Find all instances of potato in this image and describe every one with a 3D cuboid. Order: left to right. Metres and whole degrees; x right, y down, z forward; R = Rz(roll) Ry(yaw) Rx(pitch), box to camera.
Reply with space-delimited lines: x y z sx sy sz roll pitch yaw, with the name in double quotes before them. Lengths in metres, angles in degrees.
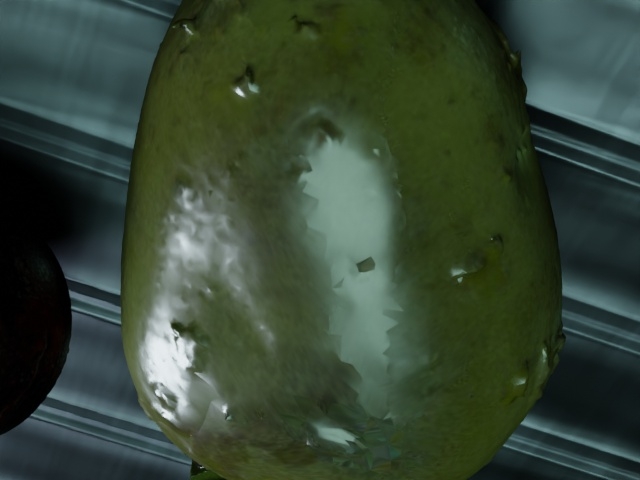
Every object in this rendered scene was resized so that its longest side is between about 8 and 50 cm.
"potato" 0.018 -0.002 0.680 0.269 0.219 0.359 12 127 7

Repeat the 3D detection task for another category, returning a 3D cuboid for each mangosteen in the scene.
"mangosteen" -0.274 0.038 0.772 0.216 0.216 0.216 3 129 4

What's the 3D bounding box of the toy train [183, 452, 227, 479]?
"toy train" -0.007 0.208 0.938 0.137 0.090 0.225 -26 122 21
